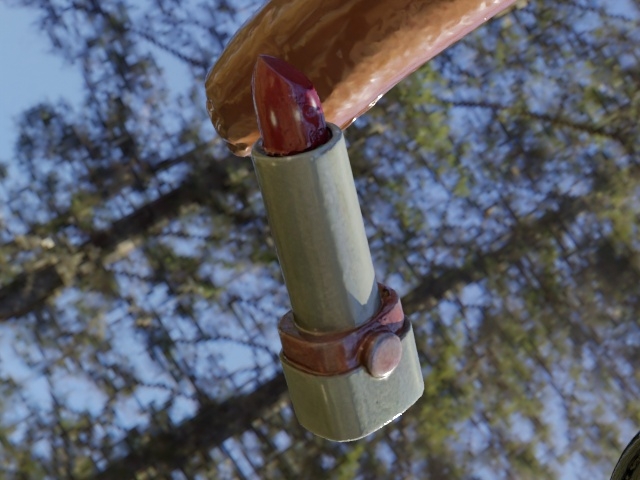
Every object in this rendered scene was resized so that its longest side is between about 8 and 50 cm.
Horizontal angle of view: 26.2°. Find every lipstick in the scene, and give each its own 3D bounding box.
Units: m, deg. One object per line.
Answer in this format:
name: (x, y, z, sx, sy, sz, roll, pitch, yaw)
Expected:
lipstick: (0.001, 0.000, 0.635, 0.057, 0.063, 0.186, 19, -48, 47)

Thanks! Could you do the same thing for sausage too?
sausage: (0.109, -0.181, 0.749, 0.094, 0.419, 0.094, 49, 14, -30)

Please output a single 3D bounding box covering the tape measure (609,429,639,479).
tape measure: (0.128, 0.082, 0.406, 0.091, 0.054, 0.094, 43, -72, 46)
